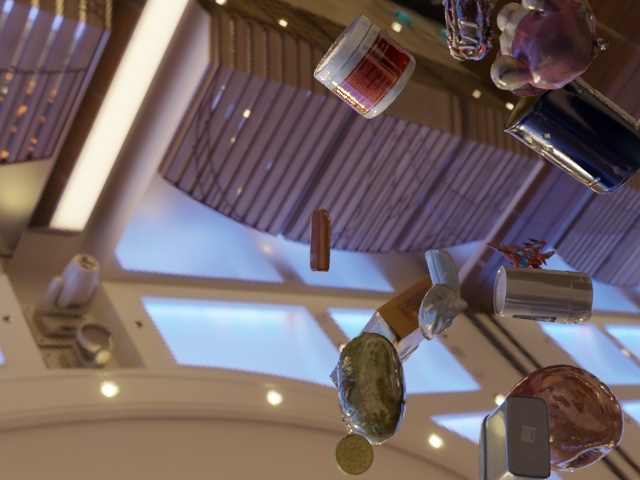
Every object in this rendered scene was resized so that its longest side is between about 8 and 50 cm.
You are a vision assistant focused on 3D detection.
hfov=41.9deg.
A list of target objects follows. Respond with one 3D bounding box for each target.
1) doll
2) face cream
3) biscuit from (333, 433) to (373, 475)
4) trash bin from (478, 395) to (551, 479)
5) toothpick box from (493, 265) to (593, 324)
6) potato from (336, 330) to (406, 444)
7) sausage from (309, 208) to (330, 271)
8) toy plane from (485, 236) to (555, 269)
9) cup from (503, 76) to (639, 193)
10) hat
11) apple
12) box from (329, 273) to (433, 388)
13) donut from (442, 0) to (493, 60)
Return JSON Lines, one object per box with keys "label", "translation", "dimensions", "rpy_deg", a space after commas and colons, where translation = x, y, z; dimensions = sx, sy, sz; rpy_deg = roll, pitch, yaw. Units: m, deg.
{"label": "doll", "translation": [0.346, -0.317, 1.304], "dimensions": [0.152, 0.196, 0.256], "rpy_deg": [55, -155, -4]}
{"label": "face cream", "translation": [0.115, -0.440, 2.130], "dimensions": [0.187, 0.201, 0.201], "rpy_deg": [36, -159, -13]}
{"label": "biscuit", "translation": [0.068, 0.437, 1.701], "dimensions": [0.084, 0.084, 0.023], "rpy_deg": [30, 160, -1]}
{"label": "trash bin", "translation": [0.385, 0.419, 1.665], "dimensions": [0.101, 0.236, 0.176], "rpy_deg": [7, -117, 0]}
{"label": "toothpick box", "translation": [0.459, 0.112, 1.724], "dimensions": [0.181, 0.111, 0.111], "rpy_deg": [6, -155, -1]}
{"label": "potato", "translation": [0.131, 0.380, 2.126], "dimensions": [0.173, 0.210, 0.307], "rpy_deg": [-7, -142, 11]}
{"label": "sausage", "translation": [0.000, 0.000, 1.680], "dimensions": [0.041, 0.131, 0.039], "rpy_deg": [-7, 167, 38]}
{"label": "toy plane", "translation": [0.517, 0.033, 2.197], "dimensions": [0.189, 0.130, 0.061], "rpy_deg": [23, -148, -9]}
{"label": "cup", "translation": [0.546, -0.248, 1.760], "dimensions": [0.256, 0.178, 0.255], "rpy_deg": [35, -145, -5]}
{"label": "hat", "translation": [0.251, 0.123, 1.906], "dimensions": [0.144, 0.166, 0.173], "rpy_deg": [-32, -106, -16]}
{"label": "apple", "translation": [0.697, 0.518, 2.382], "dimensions": [0.345, 0.344, 0.269], "rpy_deg": [13, -159, -36]}
{"label": "box", "translation": [0.207, 0.288, 2.444], "dimensions": [0.264, 0.415, 0.116], "rpy_deg": [-31, -110, -37]}
{"label": "donut", "translation": [0.356, -0.565, 2.034], "dimensions": [0.103, 0.269, 0.269], "rpy_deg": [-7, -155, 5]}
